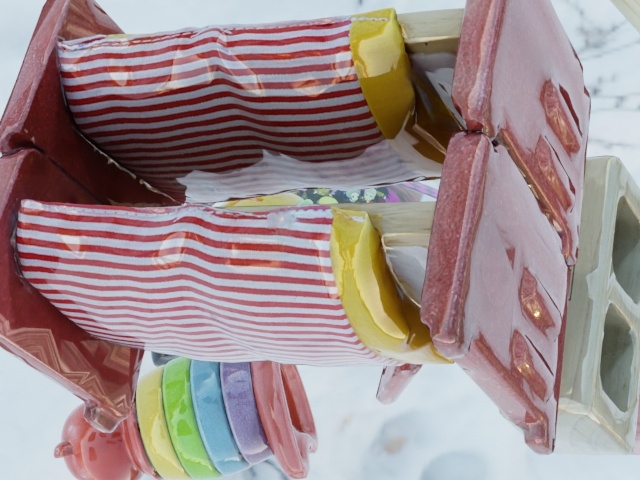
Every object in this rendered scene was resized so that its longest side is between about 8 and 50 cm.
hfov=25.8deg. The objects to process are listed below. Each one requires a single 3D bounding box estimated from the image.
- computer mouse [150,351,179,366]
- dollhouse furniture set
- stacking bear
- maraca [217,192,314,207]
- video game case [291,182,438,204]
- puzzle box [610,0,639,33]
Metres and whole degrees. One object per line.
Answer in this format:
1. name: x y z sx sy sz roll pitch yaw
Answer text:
1. computer mouse: -0.132 0.077 1.824 0.242 0.041 0.071 -50 155 1
2. dollhouse furniture set: 0.042 0.040 0.619 0.374 0.201 0.152 45 50 -52
3. stacking bear: -0.167 0.220 1.650 0.289 0.175 0.164 -15 95 7
4. maraca: -0.061 0.011 1.207 0.099 0.186 0.127 47 108 1
5. video game case: 0.000 0.000 1.588 0.232 0.042 0.210 22 111 -7
6. puzzle box: 0.399 -0.251 1.281 0.409 0.052 0.272 42 64 -20
